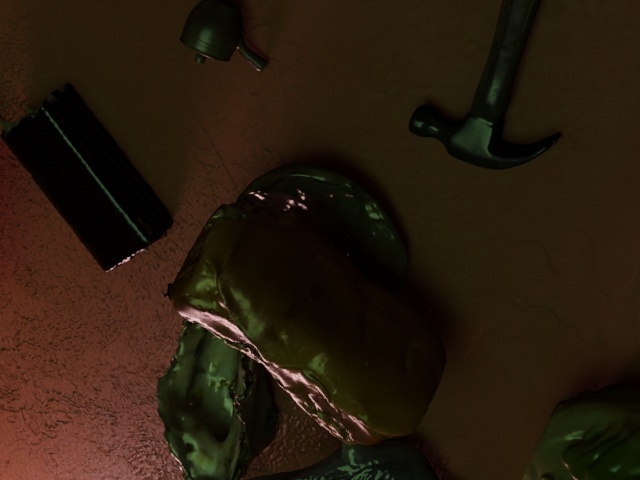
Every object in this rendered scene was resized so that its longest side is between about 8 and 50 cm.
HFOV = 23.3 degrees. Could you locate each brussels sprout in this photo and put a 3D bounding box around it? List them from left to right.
[{"bbox_3d":[0.371,0.301,1.798,0.294,0.227,0.260,28,114,22],"label":"brussels sprout"}]

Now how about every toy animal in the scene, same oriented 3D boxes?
[{"bbox_3d":[0.045,0.283,2.035,0.366,0.081,0.206,5,107,4],"label":"toy animal"}]

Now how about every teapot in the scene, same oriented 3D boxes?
[{"bbox_3d":[-0.111,-0.243,1.858,0.110,0.085,0.080,20,107,-17],"label":"teapot"}]

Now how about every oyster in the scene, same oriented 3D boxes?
[{"bbox_3d":[-0.132,0.217,2.106,0.166,0.110,0.341,1,116,24],"label":"oyster"}]

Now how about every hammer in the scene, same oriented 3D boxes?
[{"bbox_3d":[0.214,-0.267,1.654,0.168,0.044,0.440,24,127,17],"label":"hammer"}]

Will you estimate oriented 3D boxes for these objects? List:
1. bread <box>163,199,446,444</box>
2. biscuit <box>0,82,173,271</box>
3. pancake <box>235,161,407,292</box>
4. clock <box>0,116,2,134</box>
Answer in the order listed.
[{"bbox_3d":[-0.009,0.093,1.859,0.344,0.195,0.149,40,136,-17],"label":"bread"},{"bbox_3d":[-0.312,-0.084,2.049,0.106,0.070,0.252,-32,100,38],"label":"biscuit"},{"bbox_3d":[0.000,0.000,1.938,0.241,0.050,0.242,13,133,14],"label":"pancake"},{"bbox_3d":[-0.554,-0.014,2.127,0.200,0.244,0.317,12,128,5],"label":"clock"}]
